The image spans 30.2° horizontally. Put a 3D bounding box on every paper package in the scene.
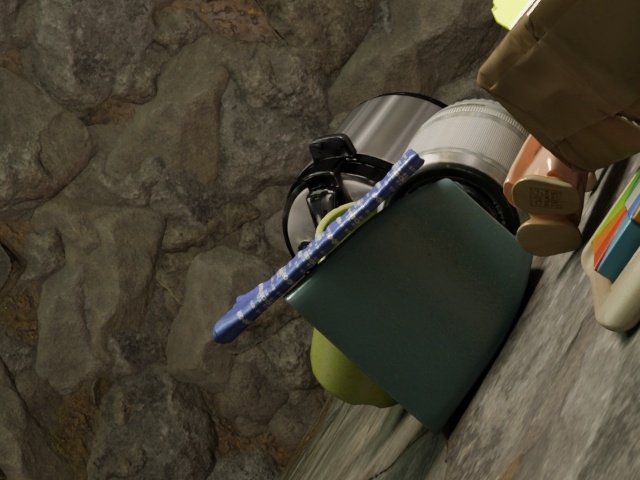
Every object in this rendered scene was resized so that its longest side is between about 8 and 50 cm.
[{"bbox_3d":[0.321,-0.242,1.101,0.325,0.168,0.309,-50,-1,-2],"label":"paper package"}]

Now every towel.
[{"bbox_3d":[0.000,0.000,1.520,0.336,0.040,0.243,-43,0,7],"label":"towel"}]

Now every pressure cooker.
[{"bbox_3d":[0.128,-0.055,2.412,0.420,0.370,0.375,-53,-8,-45],"label":"pressure cooker"}]

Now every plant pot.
[{"bbox_3d":[0.129,0.059,1.520,0.252,0.248,0.247,-48,-1,0],"label":"plant pot"},{"bbox_3d":[0.097,0.119,1.879,0.276,0.276,0.254,-57,-12,-53],"label":"plant pot"}]

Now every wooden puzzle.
[{"bbox_3d":[0.292,-0.043,1.020,0.221,0.044,0.238,-58,0,13],"label":"wooden puzzle"}]

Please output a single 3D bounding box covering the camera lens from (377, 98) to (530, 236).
[{"bbox_3d":[0.216,-0.072,1.766,0.219,0.219,0.274,-59,-1,32],"label":"camera lens"}]

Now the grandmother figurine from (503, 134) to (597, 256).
[{"bbox_3d":[0.300,-0.153,1.406,0.208,0.104,0.342,86,-158,-47],"label":"grandmother figurine"}]

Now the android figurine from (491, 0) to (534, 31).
[{"bbox_3d":[0.393,-0.385,1.930,0.248,0.273,0.056,-56,-33,10],"label":"android figurine"}]
